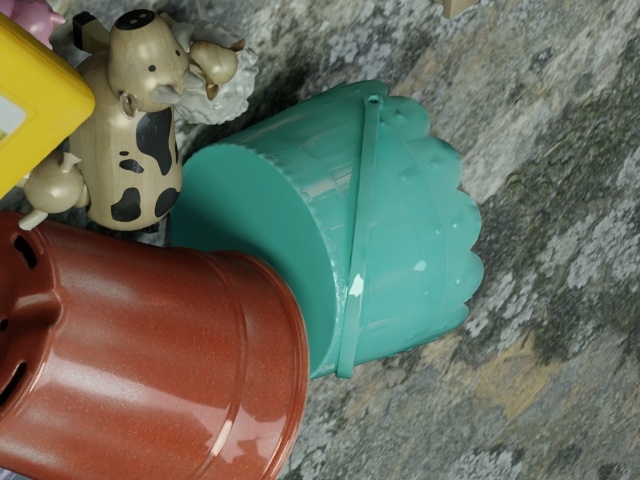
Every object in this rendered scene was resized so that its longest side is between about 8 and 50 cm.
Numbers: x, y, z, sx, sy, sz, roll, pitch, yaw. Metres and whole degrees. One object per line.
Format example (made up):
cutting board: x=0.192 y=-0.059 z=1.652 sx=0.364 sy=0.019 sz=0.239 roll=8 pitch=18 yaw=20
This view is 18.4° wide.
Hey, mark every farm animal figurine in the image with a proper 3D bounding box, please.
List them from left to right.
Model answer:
farm animal figurine: x=-0.182 y=-0.111 z=1.577 sx=0.330 sy=0.172 sz=0.327 roll=-45 pitch=149 yaw=-17

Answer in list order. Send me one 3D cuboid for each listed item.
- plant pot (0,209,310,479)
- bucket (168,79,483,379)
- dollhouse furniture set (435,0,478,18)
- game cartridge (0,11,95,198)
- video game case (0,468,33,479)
plant pot: x=-0.198 y=0.105 z=1.693 sx=0.265 sy=0.272 sz=0.272 roll=22 pitch=102 yaw=-44
bucket: x=0.000 y=0.000 z=1.875 sx=0.183 sy=0.281 sz=0.281 roll=-22 pitch=138 yaw=-38
dollhouse furniture set: x=0.300 y=-0.389 z=1.989 sx=0.355 sy=0.174 sz=0.303 roll=-34 pitch=144 yaw=-32
game cartridge: x=-0.339 y=-0.071 z=1.288 sx=0.285 sy=0.053 sz=0.323 roll=-42 pitch=148 yaw=8
video game case: x=-0.316 y=0.168 z=1.824 sx=0.274 sy=0.026 sz=0.196 roll=-13 pitch=131 yaw=-51
